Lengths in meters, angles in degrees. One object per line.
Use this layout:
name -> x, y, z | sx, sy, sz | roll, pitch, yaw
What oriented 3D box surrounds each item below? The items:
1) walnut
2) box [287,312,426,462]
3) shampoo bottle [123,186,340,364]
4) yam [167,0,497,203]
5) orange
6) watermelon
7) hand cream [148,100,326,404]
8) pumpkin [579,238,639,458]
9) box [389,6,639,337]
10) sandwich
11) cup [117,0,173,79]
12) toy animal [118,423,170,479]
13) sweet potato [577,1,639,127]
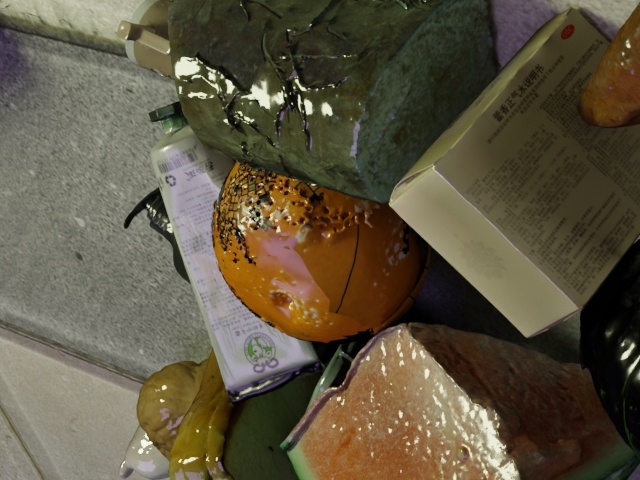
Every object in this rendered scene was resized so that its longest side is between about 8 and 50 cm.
walnut -> -0.167, 0.229, 2.278 | 0.166, 0.149, 0.166 | 14, 162, 5
box -> 0.068, 0.180, 1.926 | 0.135, 0.163, 0.243 | 29, 148, 6
shampoo bottle -> -0.090, 0.029, 1.961 | 0.284, 0.101, 0.101 | 34, 150, 14
yam -> -0.001, -0.145, 1.546 | 0.271, 0.201, 0.202 | 26, 147, 39
orange -> 0.000, 0.000, 1.749 | 0.234, 0.182, 0.234 | 18, 137, 18
watermelon -> 0.139, 0.244, 1.701 | 0.319, 0.222, 0.292 | 24, 124, -7
hand cream -> -0.105, 0.009, 1.883 | 0.121, 0.076, 0.336 | -18, 95, 26
pumpkin -> 0.361, 0.090, 1.381 | 0.296, 0.296, 0.296 | 30, 148, 21
box -> 0.186, -0.057, 1.402 | 0.168, 0.212, 0.095 | 45, 152, -5
sandwich -> -0.065, 0.260, 2.037 | 0.099, 0.301, 0.271 | -15, 121, 27
cup -> -0.142, -0.204, 1.733 | 0.099, 0.074, 0.102 | 23, 166, 26
toy animal -> -0.144, 0.338, 2.390 | 0.282, 0.138, 0.140 | 40, -165, 14
sweet potato -> 0.276, -0.150, 1.278 | 0.097, 0.097, 0.252 | 43, 142, -1
